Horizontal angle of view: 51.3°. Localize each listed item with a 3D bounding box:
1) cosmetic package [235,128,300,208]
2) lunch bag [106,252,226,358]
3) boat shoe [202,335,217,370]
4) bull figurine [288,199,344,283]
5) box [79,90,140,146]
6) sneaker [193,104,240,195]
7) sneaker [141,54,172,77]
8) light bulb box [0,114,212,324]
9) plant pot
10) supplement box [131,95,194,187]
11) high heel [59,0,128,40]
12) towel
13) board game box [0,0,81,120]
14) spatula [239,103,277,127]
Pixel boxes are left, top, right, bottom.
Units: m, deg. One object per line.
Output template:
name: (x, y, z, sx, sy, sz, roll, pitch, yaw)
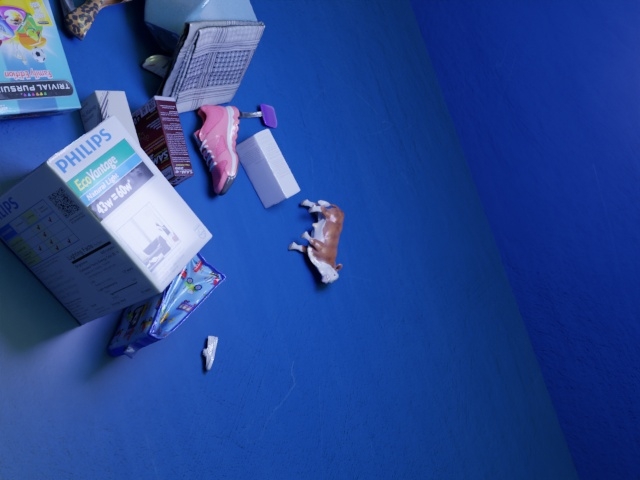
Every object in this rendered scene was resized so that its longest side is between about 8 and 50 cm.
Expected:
cosmetic package: (-0.176, -0.235, 2.184, 0.085, 0.117, 0.231, -36, 102, -47)
lunch bag: (-0.409, 0.180, 1.681, 0.138, 0.221, 0.293, 47, 45, -22)
boat shoe: (-0.315, 0.315, 1.871, 0.035, 0.035, 0.100, 15, 64, -12)
bull figurine: (0.000, 0.000, 2.283, 0.188, 0.101, 0.310, 33, 53, -31)
box: (-0.555, -0.256, 1.794, 0.094, 0.113, 0.275, -12, 82, -47)
sneaker: (-0.333, -0.284, 2.069, 0.136, 0.116, 0.314, 9, 65, -26)
sneaker: (-0.467, -0.517, 2.037, 0.161, 0.057, 0.075, -4, 71, -50)
light bulb box: (-0.521, -0.035, 1.549, 0.361, 0.358, 0.225, 54, 41, -18)
plant pot: (-0.385, -0.686, 2.017, 0.252, 0.248, 0.247, -57, 157, -16)
supplement box: (-0.451, -0.274, 1.897, 0.073, 0.130, 0.239, -8, 79, -48)
high heel: (-0.609, -0.652, 1.904, 0.261, 0.093, 0.186, -13, 77, -31)
towel: (-0.330, -0.523, 2.014, 0.056, 0.312, 0.324, 49, 39, 17)
board game box: (-0.742, -0.462, 1.589, 0.254, 0.079, 0.336, -26, 102, -56)
spatula: (-0.246, -0.427, 2.255, 0.296, 0.030, 0.084, -8, 82, -48)
